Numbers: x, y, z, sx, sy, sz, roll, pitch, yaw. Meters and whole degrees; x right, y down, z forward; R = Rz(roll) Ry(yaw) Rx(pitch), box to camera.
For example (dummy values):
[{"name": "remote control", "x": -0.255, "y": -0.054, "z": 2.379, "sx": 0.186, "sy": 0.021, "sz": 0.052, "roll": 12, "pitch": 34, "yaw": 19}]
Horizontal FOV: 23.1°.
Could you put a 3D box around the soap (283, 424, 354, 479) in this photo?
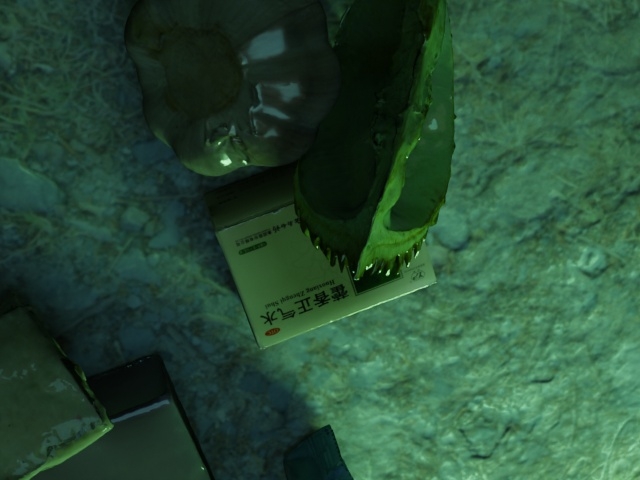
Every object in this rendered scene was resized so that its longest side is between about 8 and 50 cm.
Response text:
[{"name": "soap", "x": 0.025, "y": 0.381, "z": 1.878, "sx": 0.077, "sy": 0.156, "sz": 0.293, "roll": -17, "pitch": 119, "yaw": -7}]

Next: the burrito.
[{"name": "burrito", "x": -0.403, "y": 0.208, "z": 1.636, "sx": 0.332, "sy": 0.135, "sz": 0.190, "roll": -30, "pitch": 83, "yaw": -15}]

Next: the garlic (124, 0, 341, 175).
[{"name": "garlic", "x": -0.081, "y": -0.177, "z": 1.557, "sx": 0.228, "sy": 0.152, "sz": 0.228, "roll": 3, "pitch": 99, "yaw": 18}]

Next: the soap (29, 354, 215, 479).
[{"name": "soap", "x": -0.264, "y": 0.311, "z": 1.799, "sx": 0.296, "sy": 0.107, "sz": 0.285, "roll": -19, "pitch": 119, "yaw": -3}]

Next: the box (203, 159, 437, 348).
[{"name": "box", "x": 0.000, "y": 0.000, "z": 1.712, "sx": 0.212, "sy": 0.095, "sz": 0.168, "roll": -21, "pitch": 122, "yaw": -2}]

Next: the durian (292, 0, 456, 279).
[{"name": "durian", "x": 0.053, "y": -0.145, "z": 1.554, "sx": 0.163, "sy": 0.198, "sz": 0.394, "roll": 10, "pitch": 79, "yaw": 15}]
